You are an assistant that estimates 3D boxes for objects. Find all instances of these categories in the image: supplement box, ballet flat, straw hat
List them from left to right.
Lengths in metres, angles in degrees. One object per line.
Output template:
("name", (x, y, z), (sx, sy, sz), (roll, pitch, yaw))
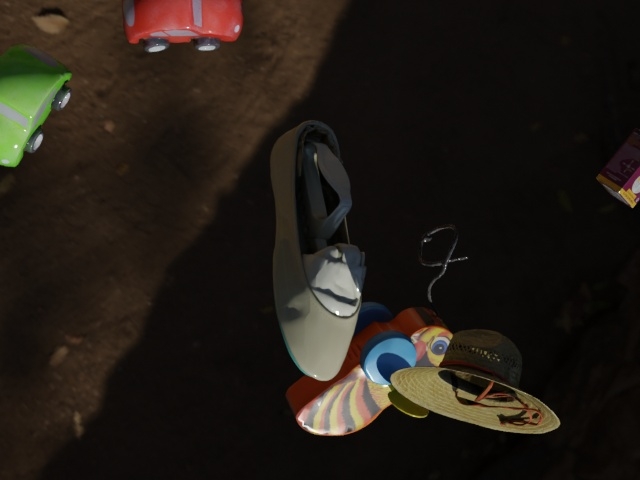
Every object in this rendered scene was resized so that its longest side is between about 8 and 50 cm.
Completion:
("ballet flat", (0.000, 0.000, 0.996), (0.086, 0.248, 0.086), (-7, 155, -4))
("straw hat", (0.136, 0.109, 0.928), (0.144, 0.145, 0.061), (38, 61, -39))
("supplement box", (0.405, -0.093, 1.416), (0.083, 0.043, 0.055), (-53, 138, 5))

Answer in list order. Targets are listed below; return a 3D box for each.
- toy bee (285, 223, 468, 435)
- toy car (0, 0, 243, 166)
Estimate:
("toy bee", (0.110, 0.149, 1.374), (0.298, 0.195, 0.162), (-36, 123, 26))
("toy car", (-0.206, -0.162, 0.863), (0.239, 0.053, 0.225), (30, 83, -3))
